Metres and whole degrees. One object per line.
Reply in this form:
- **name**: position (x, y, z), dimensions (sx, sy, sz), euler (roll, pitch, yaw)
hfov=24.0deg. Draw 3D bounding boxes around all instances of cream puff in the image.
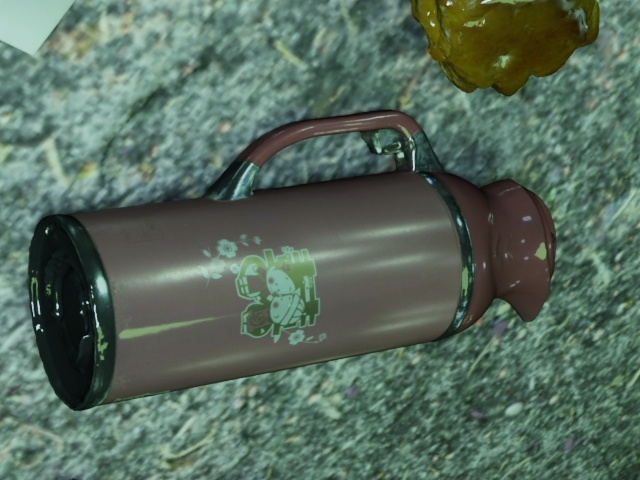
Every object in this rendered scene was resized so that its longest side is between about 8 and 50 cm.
- **cream puff**: position (0.104, -0.144, 0.846), dimensions (0.116, 0.094, 0.122), euler (11, 142, -35)

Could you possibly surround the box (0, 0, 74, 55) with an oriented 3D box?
- **box**: position (-0.172, -0.153, 0.686), dimensions (0.154, 0.040, 0.084), euler (25, 109, -43)

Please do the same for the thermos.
- **thermos**: position (-0.002, 0.006, 0.901), dimensions (0.330, 0.136, 0.109), euler (-8, 158, -28)

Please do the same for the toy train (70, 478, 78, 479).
- **toy train**: position (-0.177, 0.225, 1.010), dimensions (0.071, 0.038, 0.148), euler (21, 113, -40)
